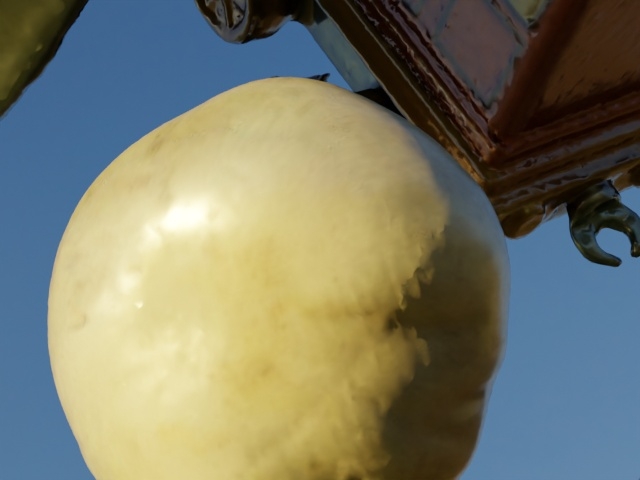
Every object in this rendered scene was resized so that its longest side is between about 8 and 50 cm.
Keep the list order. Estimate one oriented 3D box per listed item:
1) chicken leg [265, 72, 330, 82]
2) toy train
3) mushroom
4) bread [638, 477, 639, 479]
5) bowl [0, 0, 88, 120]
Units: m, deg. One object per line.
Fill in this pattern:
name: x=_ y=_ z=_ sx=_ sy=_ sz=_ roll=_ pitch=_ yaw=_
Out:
chicken leg: x=0.000 y=0.000 z=0.861 sx=0.093 sy=0.304 sz=0.113 roll=13 pitch=-55 yaw=-31
toy train: x=0.072 y=-0.149 z=0.768 sx=0.163 sy=0.369 sz=0.232 roll=-20 pitch=-28 yaw=-32
mushroom: x=-0.010 y=0.027 z=0.444 sx=0.154 sy=0.154 sz=0.122 roll=-33 pitch=-23 yaw=23
bread: x=0.167 y=0.179 z=0.458 sx=0.102 sy=0.245 sz=0.094 roll=-21 pitch=-2 yaw=13
bowl: x=-0.213 y=-0.230 z=0.640 sx=0.185 sy=0.354 sz=0.354 roll=18 pitch=-48 yaw=-32
